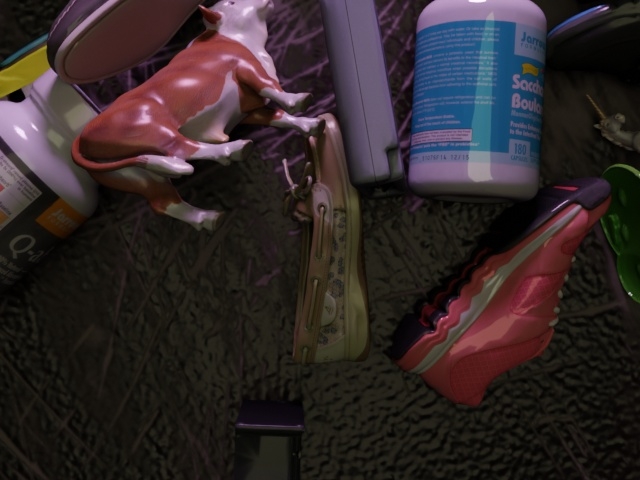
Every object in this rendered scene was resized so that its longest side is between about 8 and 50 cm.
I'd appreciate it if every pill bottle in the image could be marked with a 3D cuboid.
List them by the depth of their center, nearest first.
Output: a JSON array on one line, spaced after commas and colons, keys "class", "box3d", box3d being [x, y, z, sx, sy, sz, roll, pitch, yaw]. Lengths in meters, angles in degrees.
[{"class": "pill bottle", "box3d": [-0.345, -0.048, 0.954, 0.278, 0.162, 0.162, -42, 91, -2]}, {"class": "pill bottle", "box3d": [0.176, -0.177, 0.986, 0.146, 0.146, 0.264, 3, 89, -2]}]

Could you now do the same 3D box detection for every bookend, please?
[{"class": "bookend", "box3d": [-0.057, 0.263, 0.961, 0.072, 0.157, 0.156, 2, 88, -2]}]

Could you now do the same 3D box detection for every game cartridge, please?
[{"class": "game cartridge", "box3d": [0.048, -0.147, 0.906, 0.062, 0.297, 0.198, -14, 88, 6]}]

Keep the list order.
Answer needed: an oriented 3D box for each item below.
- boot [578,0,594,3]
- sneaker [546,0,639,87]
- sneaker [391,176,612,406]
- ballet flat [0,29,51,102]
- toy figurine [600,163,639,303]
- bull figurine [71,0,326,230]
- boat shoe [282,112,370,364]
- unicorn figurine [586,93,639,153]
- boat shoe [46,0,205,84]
[{"class": "boot", "box3d": [0.406, -0.328, 0.951, 0.229, 0.263, 0.091, -12, 99, 4]}, {"class": "sneaker", "box3d": [0.423, -0.210, 1.009, 0.341, 0.125, 0.139, -4, 94, 0]}, {"class": "sneaker", "box3d": [0.229, 0.061, 1.015, 0.314, 0.116, 0.136, -45, 101, 4]}, {"class": "ballet flat", "box3d": [-0.357, -0.175, 1.009, 0.231, 0.077, 0.077, -26, 111, 0]}, {"class": "toy figurine", "box3d": [0.428, -0.027, 1.021, 0.159, 0.130, 0.173, -18, 111, -12]}, {"class": "bull figurine", "box3d": [-0.112, -0.143, 0.923, 0.188, 0.101, 0.310, 27, 55, 20]}, {"class": "boat shoe", "box3d": [0.000, 0.000, 0.995, 0.089, 0.104, 0.285, -6, 90, -5]}, {"class": "unicorn figurine", "box3d": [0.399, -0.120, 1.024, 0.162, 0.111, 0.060, 14, 93, -20]}, {"class": "boat shoe", "box3d": [-0.185, -0.289, 0.963, 0.095, 0.112, 0.335, 36, 61, 15]}]
